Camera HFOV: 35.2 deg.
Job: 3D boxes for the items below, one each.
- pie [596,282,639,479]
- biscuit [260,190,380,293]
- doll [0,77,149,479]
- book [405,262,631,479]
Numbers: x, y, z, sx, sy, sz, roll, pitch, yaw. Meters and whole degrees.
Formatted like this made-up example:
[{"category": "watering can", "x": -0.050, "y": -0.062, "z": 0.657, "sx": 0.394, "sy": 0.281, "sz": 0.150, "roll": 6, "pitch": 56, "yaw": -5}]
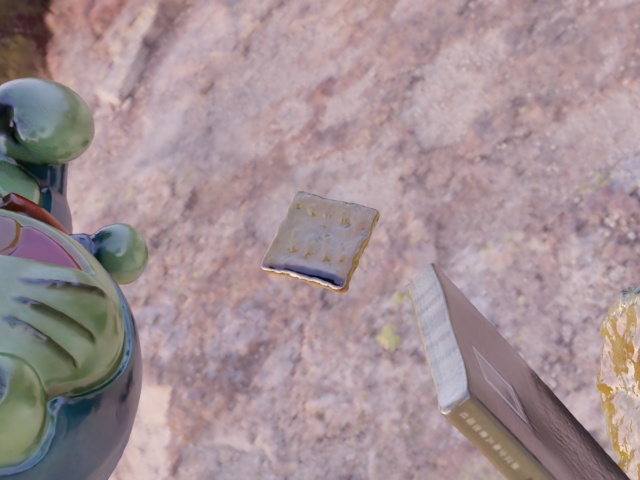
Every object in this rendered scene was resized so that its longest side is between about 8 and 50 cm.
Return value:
[{"category": "pie", "x": 0.400, "y": 0.173, "z": 1.144, "sx": 0.306, "sy": 0.071, "sz": 0.306, "roll": -176, "pitch": 90, "yaw": -80}, {"category": "biscuit", "x": 0.000, "y": 0.000, "z": 0.848, "sx": 0.083, "sy": 0.018, "sz": 0.081, "roll": 14, "pitch": 68, "yaw": 24}, {"category": "doll", "x": -0.200, "y": 0.048, "z": 0.574, "sx": 0.321, "sy": 0.199, "sz": 0.186, "roll": -96, "pitch": 16, "yaw": -49}, {"category": "book", "x": 0.128, "y": 0.120, "z": 0.488, "sx": 0.024, "sy": 0.228, "sz": 0.160, "roll": -41, "pitch": 12, "yaw": 10}]
